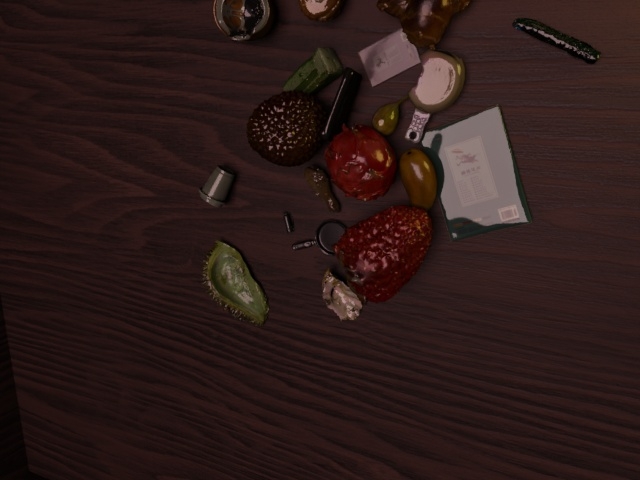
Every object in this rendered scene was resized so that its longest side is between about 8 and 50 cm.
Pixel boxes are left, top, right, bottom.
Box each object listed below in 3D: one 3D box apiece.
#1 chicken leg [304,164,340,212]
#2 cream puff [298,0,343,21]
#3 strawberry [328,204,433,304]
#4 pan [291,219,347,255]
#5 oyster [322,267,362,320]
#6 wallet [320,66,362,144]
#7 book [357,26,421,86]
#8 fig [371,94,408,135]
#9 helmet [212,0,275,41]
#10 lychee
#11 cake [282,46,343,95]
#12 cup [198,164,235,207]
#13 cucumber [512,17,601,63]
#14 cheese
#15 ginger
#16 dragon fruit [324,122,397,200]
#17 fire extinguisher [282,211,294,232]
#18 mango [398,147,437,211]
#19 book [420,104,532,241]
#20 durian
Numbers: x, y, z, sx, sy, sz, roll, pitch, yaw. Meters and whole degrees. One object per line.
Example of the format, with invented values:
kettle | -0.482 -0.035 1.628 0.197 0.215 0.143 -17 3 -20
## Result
chicken leg | 0.011 -0.181 1.769 0.084 0.069 0.198 -27 99 29
cream puff | 0.005 -0.779 1.578 0.165 0.115 0.150 -32 97 18
strawberry | 0.227 0.045 1.650 0.343 0.292 0.292 -25 94 9
pan | 0.000 0.000 1.842 0.234 0.028 0.136 -12 98 23
oyster | 0.071 0.208 1.852 0.209 0.072 0.133 36 110 -11
wallet | 0.068 -0.431 1.614 0.044 0.149 0.250 25 104 12
book | 0.221 -0.590 1.592 0.181 0.014 0.127 -21 95 27
fig | 0.228 -0.421 1.614 0.093 0.093 0.166 29 86 14
helmet | -0.244 -0.771 1.683 0.224 0.130 0.199 19 107 29
lychee | -0.104 -0.380 1.656 0.267 0.267 0.268 6 107 22
cake | -0.046 -0.546 1.675 0.235 0.099 0.100 -28 90 28
cup | -0.392 -0.212 1.914 0.120 0.120 0.141 36 105 11
cucumber | 0.660 -0.566 1.389 0.256 0.043 0.044 33 110 13
cheese | 0.335 -0.442 1.542 0.163 0.082 0.287 30 113 15
ginger | 0.287 -0.762 1.438 0.274 0.152 0.358 -40 88 27
dragon fruit | 0.133 -0.247 1.608 0.240 0.240 0.253 -27 67 27
fire extinguisher | -0.121 -0.072 1.879 0.037 0.025 0.084 -16 99 -12
mango | 0.317 -0.187 1.604 0.136 0.099 0.228 28 137 56
book | 0.486 -0.203 1.571 0.263 0.031 0.380 -14 98 26
durian | -0.354 0.192 2.032 0.198 0.163 0.394 -37 92 -11
